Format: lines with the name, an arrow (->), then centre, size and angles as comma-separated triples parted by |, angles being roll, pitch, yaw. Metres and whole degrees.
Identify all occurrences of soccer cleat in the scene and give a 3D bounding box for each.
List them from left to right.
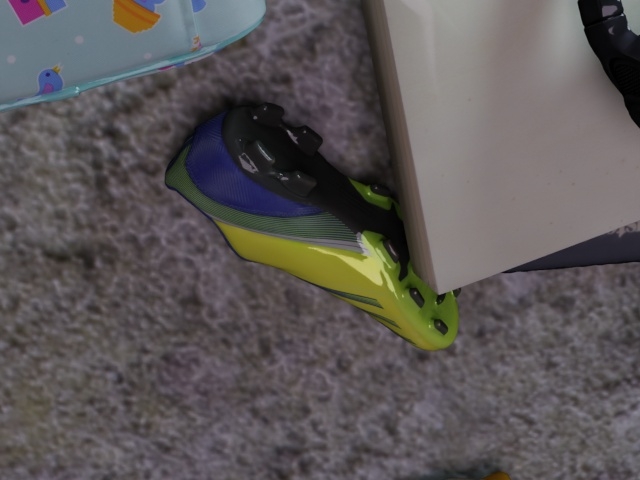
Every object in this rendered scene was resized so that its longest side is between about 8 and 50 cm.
soccer cleat -> 0.000, -0.001, 1.125 | 0.121, 0.093, 0.289 | -27, 126, 36

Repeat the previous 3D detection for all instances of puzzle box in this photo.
puzzle box -> 0.239, -0.148, 1.069 | 0.409, 0.052, 0.272 | -19, 116, -15

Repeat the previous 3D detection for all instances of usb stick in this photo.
usb stick -> 0.271, -0.017, 1.179 | 0.278, 0.045, 0.077 | -4, 115, -9

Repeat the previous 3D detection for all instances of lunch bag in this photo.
lunch bag -> -0.191, -0.185, 0.918 | 0.279, 0.224, 0.107 | -16, 127, -10

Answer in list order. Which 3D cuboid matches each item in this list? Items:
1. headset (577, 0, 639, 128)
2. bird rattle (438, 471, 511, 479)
headset -> 0.321, -0.126, 1.001 | 0.244, 0.185, 0.394 | -19, 94, -4
bird rattle -> 0.120, 0.315, 1.281 | 0.254, 0.143, 0.206 | -15, 105, 10
